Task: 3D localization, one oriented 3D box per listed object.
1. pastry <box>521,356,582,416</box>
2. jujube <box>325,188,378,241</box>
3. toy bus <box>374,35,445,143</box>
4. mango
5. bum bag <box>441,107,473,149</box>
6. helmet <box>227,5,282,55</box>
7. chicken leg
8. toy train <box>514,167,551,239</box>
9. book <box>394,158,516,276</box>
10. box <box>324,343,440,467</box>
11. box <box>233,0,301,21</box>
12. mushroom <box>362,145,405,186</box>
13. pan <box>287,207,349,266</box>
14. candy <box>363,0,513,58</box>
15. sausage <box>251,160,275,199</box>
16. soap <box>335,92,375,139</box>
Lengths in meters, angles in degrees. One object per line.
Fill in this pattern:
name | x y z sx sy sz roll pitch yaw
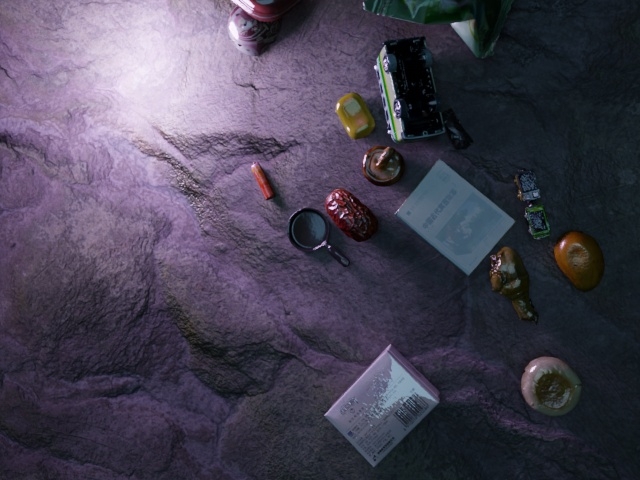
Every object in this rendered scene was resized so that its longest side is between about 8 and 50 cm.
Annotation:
pastry | 0.620 0.393 1.523 0.156 0.092 0.157 1 94 15
jujube | 0.088 -0.072 1.651 0.109 0.112 0.176 -40 76 -22
toy bus | 0.244 -0.407 1.580 0.133 0.164 0.276 -10 88 -11
mango | 0.696 0.050 1.502 0.115 0.089 0.165 -38 84 13
bum bag | 0.384 -0.315 1.612 0.057 0.034 0.125 -31 83 4
helmet | -0.214 -0.672 1.735 0.177 0.107 0.153 -42 77 12
chicken leg | 0.530 0.130 1.555 0.103 0.088 0.228 -19 91 4
toy train | 0.578 -0.101 1.536 0.060 0.081 0.202 -16 86 15
book | 0.384 -0.065 1.619 0.282 0.025 0.215 39 101 10
box | 0.179 0.472 1.626 0.203 0.116 0.274 43 100 11
box | -0.102 -0.830 1.656 0.263 0.108 0.404 44 84 10
mushroom | 0.181 -0.215 1.639 0.127 0.087 0.127 -1 86 15
pan | 0.000 0.000 1.718 0.235 0.028 0.136 42 101 14
candy | 0.329 -0.675 1.511 0.397 0.172 0.263 15 90 -22
sausage | -0.182 -0.190 1.764 0.034 0.034 0.130 -27 84 13
soap | 0.104 -0.370 1.681 0.088 0.045 0.140 -28 82 11
